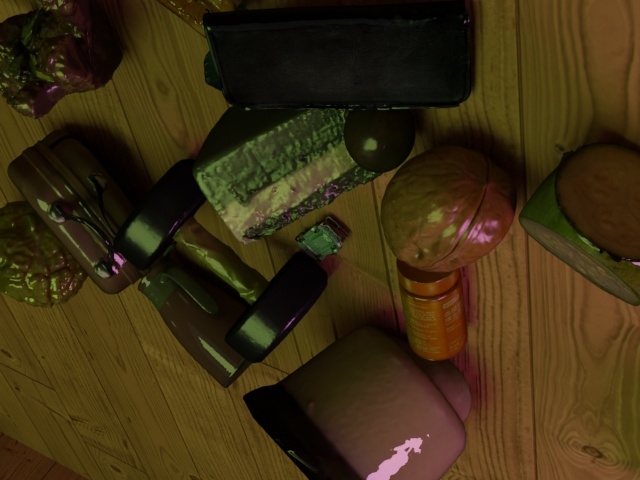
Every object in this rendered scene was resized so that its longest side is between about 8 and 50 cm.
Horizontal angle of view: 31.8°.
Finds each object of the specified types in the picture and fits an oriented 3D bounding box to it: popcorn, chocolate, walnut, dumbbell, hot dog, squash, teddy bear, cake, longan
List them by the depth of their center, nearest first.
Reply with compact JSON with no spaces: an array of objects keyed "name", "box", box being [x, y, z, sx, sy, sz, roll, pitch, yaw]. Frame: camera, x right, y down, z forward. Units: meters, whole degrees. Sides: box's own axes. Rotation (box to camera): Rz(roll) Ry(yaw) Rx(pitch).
[{"name":"squash","box":[0.321,0.018,1.376,0.189,0.189,0.260,34,145,7]},{"name":"walnut","box":[0.166,-0.042,1.489,0.165,0.165,0.197,41,157,-4]},{"name":"longan","box":[0.080,-0.139,1.500,0.106,0.106,0.119,24,154,23]},{"name":"hot dog","box":[-0.194,-0.362,1.522,0.250,0.076,0.104,34,141,11]},{"name":"cake","box":[-0.043,-0.103,1.616,0.284,0.172,0.158,-4,132,46]},{"name":"teddy bear","box":[-0.431,-0.307,1.708,0.223,0.246,0.296,-1,177,7]},{"name":"dumbbell","box":[-0.166,0.034,1.886,0.322,0.203,0.204,40,149,-3]},{"name":"chocolate","box":[0.081,0.287,1.891,0.326,0.297,0.314,41,173,-11]},{"name":"popcorn","box":[-0.596,0.032,2.341,0.237,0.205,0.251,29,163,-12]}]

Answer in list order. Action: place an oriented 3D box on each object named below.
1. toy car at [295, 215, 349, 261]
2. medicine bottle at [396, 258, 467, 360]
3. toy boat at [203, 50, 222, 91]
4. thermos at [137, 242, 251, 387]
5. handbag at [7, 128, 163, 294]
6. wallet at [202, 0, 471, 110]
[{"name":"toy car","box":[0.000,0.000,1.832,0.059,0.035,0.122,43,157,-7]},{"name":"medicine bottle","box":[0.172,0.091,1.716,0.096,0.096,0.191,20,144,28]},{"name":"toy boat","box":[-0.096,-0.252,1.560,0.093,0.103,0.246,56,155,-17]},{"name":"thermos","box":[-0.227,0.138,2.148,0.265,0.146,0.176,42,156,5]},{"name":"handbag","box":[-0.413,-0.041,2.029,0.301,0.149,0.283,57,169,-25]},{"name":"wallet","box":[0.025,-0.225,1.387,0.318,0.045,0.172,-1,144,8]}]
